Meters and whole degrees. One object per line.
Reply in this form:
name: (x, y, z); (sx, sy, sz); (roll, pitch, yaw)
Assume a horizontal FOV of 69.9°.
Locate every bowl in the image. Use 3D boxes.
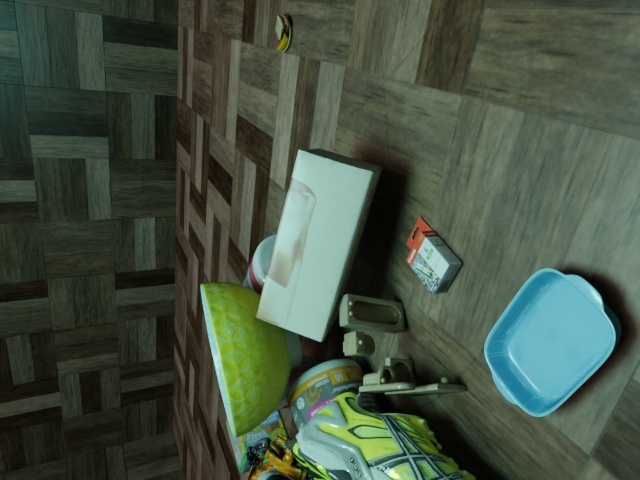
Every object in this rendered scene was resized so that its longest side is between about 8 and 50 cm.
bowl: (-0.126, 0.209, 0.887); (0.289, 0.156, 0.289); (168, 90, -72)

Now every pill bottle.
pill bottle: (0.056, 0.368, 0.819); (0.278, 0.162, 0.162); (60, 143, 39)
pill bottle: (-0.106, 0.141, 1.080); (0.318, 0.176, 0.176); (-60, 43, 47)

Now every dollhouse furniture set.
dollhouse furniture set: (0.121, 0.157, 0.711); (0.123, 0.144, 0.151); (-33, 50, 54)

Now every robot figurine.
robot figurine: (-0.103, 0.616, 1.179); (0.211, 0.085, 0.291); (24, 117, 12)

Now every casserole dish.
casserole dish: (0.261, 0.115, 0.522); (0.114, 0.037, 0.188); (58, 143, 41)

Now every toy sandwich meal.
toy sandwich meal: (-0.096, -0.506, 1.122); (0.085, 0.029, 0.085); (16, 108, 61)

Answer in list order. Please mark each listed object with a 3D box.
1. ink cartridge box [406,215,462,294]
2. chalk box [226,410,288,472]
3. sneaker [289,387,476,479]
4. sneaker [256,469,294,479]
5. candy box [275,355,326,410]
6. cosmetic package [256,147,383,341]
ink cartridge box: (0.162, 0.021, 0.705); (0.115, 0.029, 0.063); (58, 142, 41)
chalk box: (-0.181, 0.579, 1.341); (0.213, 0.132, 0.132); (58, 142, 40)
sneaker: (0.138, 0.322, 0.624); (0.385, 0.147, 0.145); (19, 144, 31)
sneaker: (-0.030, 0.627, 1.027); (0.153, 0.101, 0.268); (-13, 117, 51)
candy box: (-0.086, 0.328, 1.089); (0.233, 0.159, 0.071); (-12, 85, 62)
cosmetic package: (0.000, 0.000, 0.795); (0.153, 0.129, 0.296); (-38, -35, -73)
